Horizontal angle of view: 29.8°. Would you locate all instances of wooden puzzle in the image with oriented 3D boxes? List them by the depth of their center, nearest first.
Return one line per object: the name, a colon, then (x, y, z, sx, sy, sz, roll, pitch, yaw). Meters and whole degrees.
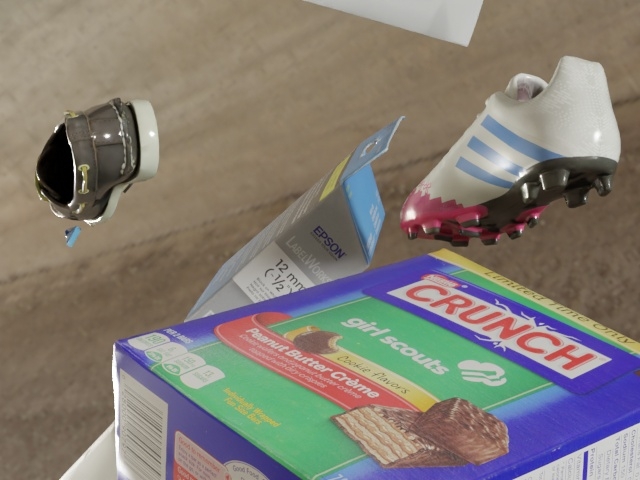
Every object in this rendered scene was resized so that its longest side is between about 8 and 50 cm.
wooden puzzle: (-0.198, -0.046, 1.123, 0.116, 0.014, 0.078, -48, 28, 1)

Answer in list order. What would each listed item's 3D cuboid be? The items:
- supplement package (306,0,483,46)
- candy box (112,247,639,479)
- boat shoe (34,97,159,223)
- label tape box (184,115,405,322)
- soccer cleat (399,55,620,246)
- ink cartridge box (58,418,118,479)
supplement package: (0.090, -0.359, 1.226, 0.145, 0.204, 0.262, -82, 8, -70)
candy box: (0.063, 0.128, 0.822, 0.317, 0.122, 0.268, -12, 26, -38)
boat shoe: (-0.194, -0.062, 0.968, 0.068, 0.081, 0.227, -7, -9, -26)
label tape box: (0.000, 0.000, 1.597, 0.347, 0.115, 0.249, -39, 7, 16)
soccer cleat: (0.192, -0.086, 1.245, 0.331, 0.116, 0.143, -25, 61, 60)
ink cartridge box: (-0.134, 0.265, 1.079, 0.223, 0.129, 0.307, -1, -31, -39)
